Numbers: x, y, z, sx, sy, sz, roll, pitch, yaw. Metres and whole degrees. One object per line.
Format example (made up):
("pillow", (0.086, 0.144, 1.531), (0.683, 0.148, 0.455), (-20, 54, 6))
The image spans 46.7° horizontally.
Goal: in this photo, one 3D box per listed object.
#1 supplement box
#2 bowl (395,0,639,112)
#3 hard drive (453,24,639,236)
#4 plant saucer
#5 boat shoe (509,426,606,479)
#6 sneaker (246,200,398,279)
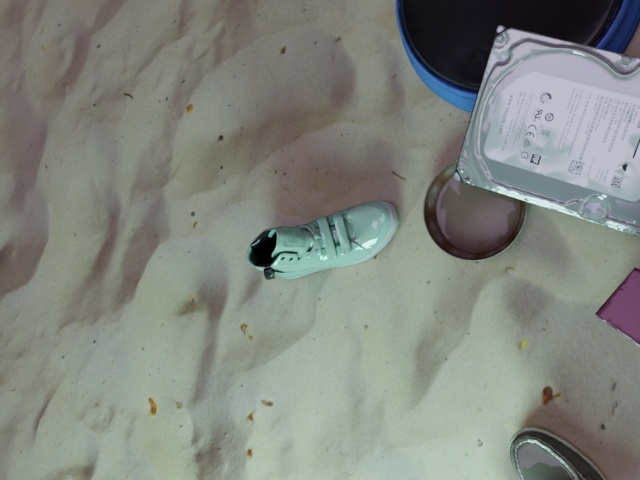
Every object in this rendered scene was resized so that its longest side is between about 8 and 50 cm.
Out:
("supplement box", (0.442, 0.100, 0.980), (0.104, 0.188, 0.081), (40, 104, 25))
("bowl", (0.297, -0.393, 1.160), (0.391, 0.077, 0.391), (-3, 84, 28))
("hard drive", (0.383, -0.150, 1.050), (0.339, 0.064, 0.237), (20, 108, 17))
("plant saucer", (0.248, -0.050, 1.185), (0.168, 0.029, 0.168), (-3, 85, 29))
("boat shoe", (0.374, 0.399, 1.046), (0.109, 0.091, 0.305), (-44, 68, 18))
("sneaker", (0.000, 0.001, 1.243), (0.256, 0.151, 0.094), (-25, 73, 23))
